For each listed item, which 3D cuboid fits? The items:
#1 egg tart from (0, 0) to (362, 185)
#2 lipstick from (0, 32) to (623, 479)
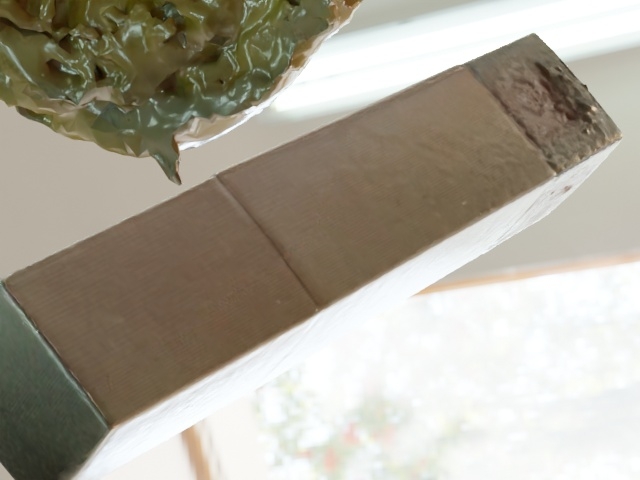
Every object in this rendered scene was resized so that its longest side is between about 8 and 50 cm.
[{"bbox_3d":[-0.049,-0.143,0.428,0.098,0.232,0.252,-42,-49,-55],"label":"egg tart"},{"bbox_3d":[0.000,0.000,0.821,0.371,0.076,0.080,-29,-104,-45],"label":"lipstick"}]
